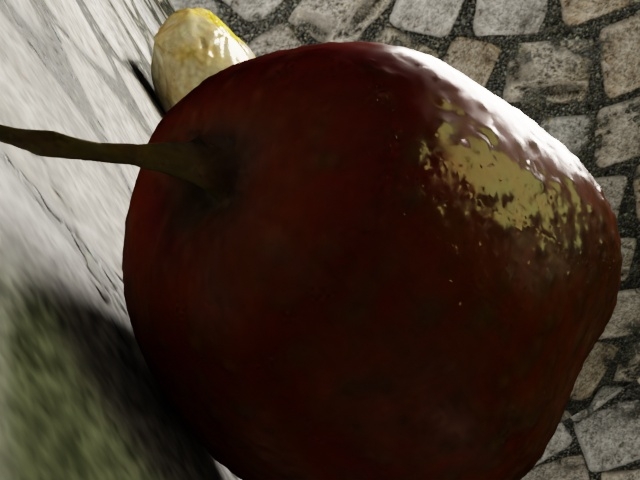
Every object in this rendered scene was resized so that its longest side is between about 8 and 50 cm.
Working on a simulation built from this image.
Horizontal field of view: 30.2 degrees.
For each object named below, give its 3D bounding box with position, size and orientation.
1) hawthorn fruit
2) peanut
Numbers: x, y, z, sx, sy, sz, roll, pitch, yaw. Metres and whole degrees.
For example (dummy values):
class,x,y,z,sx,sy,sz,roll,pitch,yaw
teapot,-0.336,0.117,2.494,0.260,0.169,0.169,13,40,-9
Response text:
class,x,y,z,sx,sy,sz,roll,pitch,yaw
hawthorn fruit,0.000,0.000,0.373,0.203,0.163,0.162,43,15,-51
peanut,-0.078,-0.105,0.985,0.087,0.087,0.206,62,0,40
